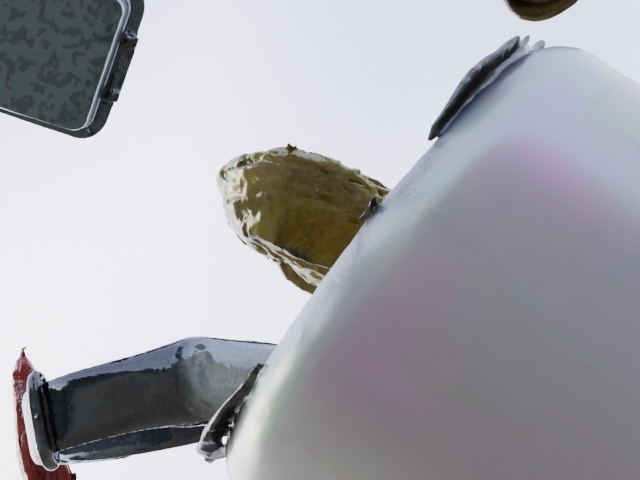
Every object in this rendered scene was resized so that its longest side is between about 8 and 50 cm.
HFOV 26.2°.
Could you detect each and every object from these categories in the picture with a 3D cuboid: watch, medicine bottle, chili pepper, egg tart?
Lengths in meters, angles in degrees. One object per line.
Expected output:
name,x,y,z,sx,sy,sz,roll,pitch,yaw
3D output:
watch,-0.120,0.120,0.986,0.193,0.068,0.206,-21,-15,33
medicine bottle,0.166,0.113,0.483,0.213,0.379,0.213,-50,-11,-14
chili pepper,-0.318,0.254,1.576,0.059,0.050,0.268,-7,-79,11
egg tart,0.000,0.000,1.354,0.252,0.232,0.098,49,-123,-48

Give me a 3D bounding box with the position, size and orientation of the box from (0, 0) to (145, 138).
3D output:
box,-0.288,-0.196,1.279,0.227,0.130,0.162,19,-82,-9

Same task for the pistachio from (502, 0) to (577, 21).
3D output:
pistachio,0.187,-0.265,1.057,0.131,0.206,0.129,2,-30,26
